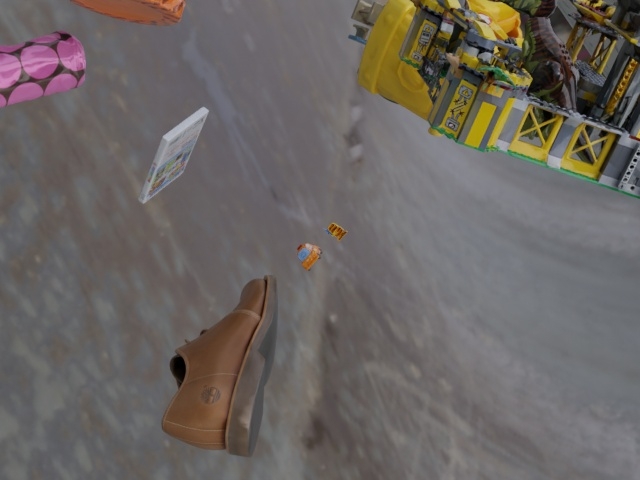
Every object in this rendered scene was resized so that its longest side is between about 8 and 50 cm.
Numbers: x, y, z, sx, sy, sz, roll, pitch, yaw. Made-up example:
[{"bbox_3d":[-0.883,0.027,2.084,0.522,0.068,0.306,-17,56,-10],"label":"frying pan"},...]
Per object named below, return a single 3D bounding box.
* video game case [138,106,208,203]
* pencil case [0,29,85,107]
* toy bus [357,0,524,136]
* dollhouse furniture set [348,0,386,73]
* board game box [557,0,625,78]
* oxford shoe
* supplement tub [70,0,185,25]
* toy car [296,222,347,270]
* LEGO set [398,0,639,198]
[{"bbox_3d":[-0.187,-0.108,1.349,0.011,0.122,0.087,38,46,7],"label":"video game case"},{"bbox_3d":[-0.431,-0.232,1.448,0.098,0.209,0.095,29,-52,48],"label":"pencil case"},{"bbox_3d":[0.191,-0.214,1.286,0.220,0.149,0.211,-25,57,-40],"label":"toy bus"},{"bbox_3d":[0.132,-0.340,1.898,0.129,0.129,0.184,19,8,-25],"label":"dollhouse furniture set"},{"bbox_3d":[0.461,-0.274,1.489,0.390,0.050,0.390,51,2,-16],"label":"board game box"},{"bbox_3d":[-0.072,0.082,0.811,0.212,0.076,0.076,-73,168,-66],"label":"oxford shoe"},{"bbox_3d":[-0.230,-0.472,1.410,0.207,0.207,0.337,21,80,-69],"label":"supplement tub"},{"bbox_3d":[0.000,0.000,1.784,0.040,0.122,0.060,39,33,-6],"label":"toy car"},{"bbox_3d":[0.209,-0.188,0.927,0.255,0.192,0.331,20,21,-3],"label":"LEGO set"}]
